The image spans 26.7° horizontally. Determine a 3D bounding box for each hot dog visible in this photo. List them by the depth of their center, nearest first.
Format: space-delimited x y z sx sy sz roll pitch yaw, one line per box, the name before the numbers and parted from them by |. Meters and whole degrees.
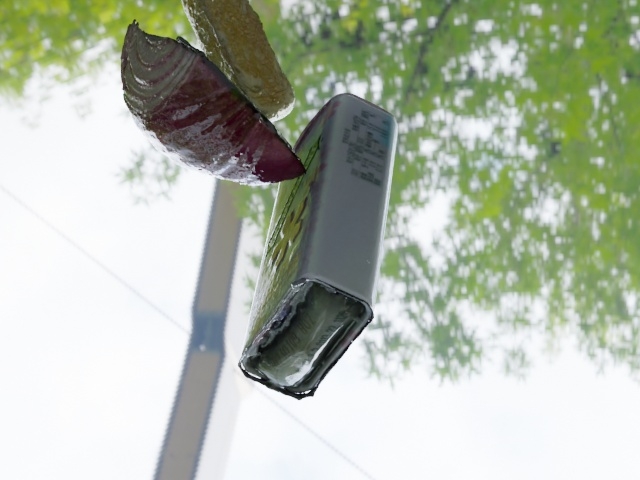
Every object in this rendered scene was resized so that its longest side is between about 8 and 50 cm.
hot dog | -0.116 -0.262 1.791 0.084 0.073 0.242 -24 -94 -31

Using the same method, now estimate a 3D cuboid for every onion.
onion | -0.144 -0.132 1.611 0.111 0.247 0.250 -48 -149 -9

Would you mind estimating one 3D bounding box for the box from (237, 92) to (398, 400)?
box | 0.000 0.000 1.636 0.112 0.190 0.370 25 -141 -11
